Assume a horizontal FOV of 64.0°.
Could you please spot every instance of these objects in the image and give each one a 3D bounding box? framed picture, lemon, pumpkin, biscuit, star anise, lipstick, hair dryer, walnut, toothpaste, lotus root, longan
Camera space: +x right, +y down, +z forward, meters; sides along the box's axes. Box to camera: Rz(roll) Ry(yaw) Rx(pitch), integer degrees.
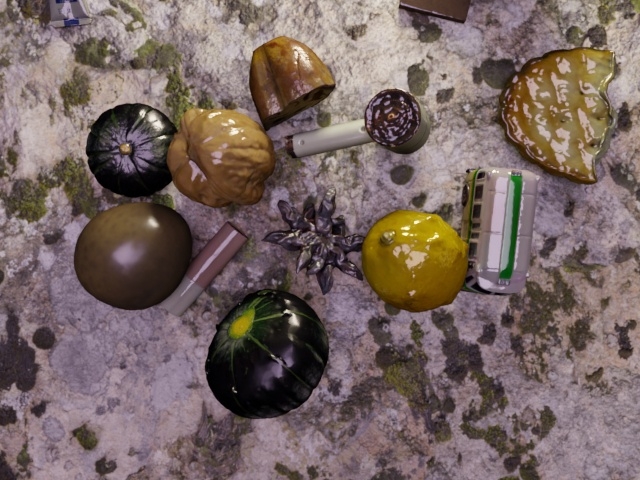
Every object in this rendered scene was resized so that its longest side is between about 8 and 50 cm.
[{"bbox_3d":[0.289,-0.619,1.261,0.168,0.023,0.128,13,92,-1],"label":"framed picture"},{"bbox_3d":[0.214,0.049,1.171,0.233,0.233,0.288,-51,131,1],"label":"lemon"},{"bbox_3d":[-0.105,0.276,1.173,0.295,0.296,0.296,0,92,-1],"label":"pumpkin"},{"bbox_3d":[0.613,-0.321,1.253,0.329,0.078,0.335,44,91,1],"label":"biscuit"},{"bbox_3d":[-0.001,0.004,1.236,0.212,0.129,0.283,-43,96,-16],"label":"star anise"},{"bbox_3d":[-0.285,0.070,1.252,0.070,0.070,0.254,41,91,-2],"label":"lipstick"},{"bbox_3d":[0.069,-0.250,1.208,0.362,0.203,0.128,-9,92,18],"label":"hair dryer"},{"bbox_3d":[-0.218,-0.185,1.161,0.224,0.257,0.257,-31,92,20],"label":"walnut"},{"bbox_3d":[-0.432,-0.209,1.197,0.220,0.162,0.221,0,97,-2],"label":"pumpkin"},{"bbox_3d":[-0.628,-0.657,1.239,0.096,0.061,0.266,-8,99,-2],"label":"toothpaste"},{"bbox_3d":[-0.084,-0.378,1.176,0.188,0.199,0.180,-27,97,-7],"label":"lotus root"},{"bbox_3d":[-0.421,0.029,1.166,0.258,0.258,0.258,0,92,-1],"label":"longan"}]

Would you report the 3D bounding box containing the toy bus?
[{"bbox_3d":[0.416,-0.018,1.204,0.143,0.179,0.306,6,92,-1],"label":"toy bus"}]
